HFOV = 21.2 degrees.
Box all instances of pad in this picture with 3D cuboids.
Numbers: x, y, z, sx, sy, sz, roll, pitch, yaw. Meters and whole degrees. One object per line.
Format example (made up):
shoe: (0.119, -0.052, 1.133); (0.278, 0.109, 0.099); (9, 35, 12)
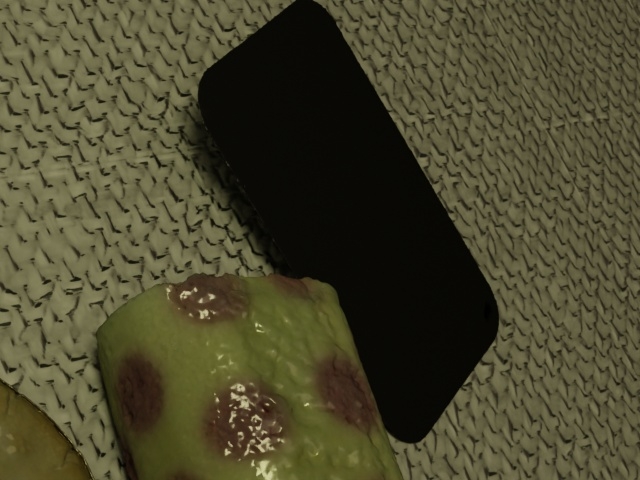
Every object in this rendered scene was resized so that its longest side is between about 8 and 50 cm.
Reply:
pad: (0.000, 0.000, 1.505); (0.375, 0.063, 0.315); (59, 37, -11)

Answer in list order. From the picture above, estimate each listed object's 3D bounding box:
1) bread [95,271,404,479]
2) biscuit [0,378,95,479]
bread: (-0.026, 0.195, 1.230); (0.187, 0.155, 0.338); (5, 60, -46)
biscuit: (-0.209, 0.173, 1.152); (0.289, 0.038, 0.141); (52, 38, -3)
